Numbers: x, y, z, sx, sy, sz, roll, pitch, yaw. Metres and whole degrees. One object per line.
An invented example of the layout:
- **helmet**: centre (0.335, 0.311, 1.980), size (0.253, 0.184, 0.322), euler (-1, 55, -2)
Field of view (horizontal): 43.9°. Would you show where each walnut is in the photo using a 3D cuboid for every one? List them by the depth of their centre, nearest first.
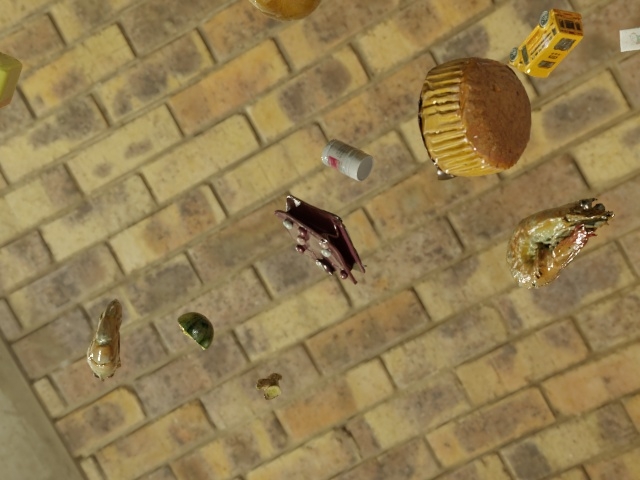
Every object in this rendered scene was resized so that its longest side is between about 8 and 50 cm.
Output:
- **walnut**: centre (-0.060, -0.470, 1.377), size (0.167, 0.167, 0.207), euler (-29, -149, 21)

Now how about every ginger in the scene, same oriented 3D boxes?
- **ginger**: centre (-0.097, 0.296, 1.616), size (0.030, 0.048, 0.097), euler (-29, 172, 22)

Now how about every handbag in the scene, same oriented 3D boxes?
- **handbag**: centre (-0.002, 0.002, 1.920), size (0.203, 0.216, 0.074), euler (30, -111, 38)

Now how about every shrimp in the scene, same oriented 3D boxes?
- **shrimp**: centre (0.438, 0.001, 1.470), size (0.062, 0.154, 0.294), euler (10, 158, -17)
- **shrimp**: centre (-0.421, 0.208, 1.567), size (0.061, 0.145, 0.267), euler (7, 147, -7)

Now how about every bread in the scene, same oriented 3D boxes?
- **bread**: centre (0.246, -0.193, 1.227), size (0.104, 0.199, 0.199), euler (-7, -162, 45)

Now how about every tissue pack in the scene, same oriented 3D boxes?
- **tissue pack**: centre (0.806, -0.508, 1.990), size (0.023, 0.056, 0.108), euler (-14, -169, -40)

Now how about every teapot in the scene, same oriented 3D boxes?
- **teapot**: centre (0.329, -0.189, 2.015), size (0.068, 0.076, 0.121), euler (-6, 162, 10)

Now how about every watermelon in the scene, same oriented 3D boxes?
- **watermelon**: centre (-0.293, 0.210, 1.914), size (0.062, 0.105, 0.105), euler (-43, -178, 0)

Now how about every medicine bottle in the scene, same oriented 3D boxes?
- **medicine bottle**: centre (0.055, -0.161, 1.591), size (0.058, 0.091, 0.058), euler (-36, 142, -35)

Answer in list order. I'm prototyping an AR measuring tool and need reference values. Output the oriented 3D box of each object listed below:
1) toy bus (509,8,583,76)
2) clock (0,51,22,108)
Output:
- **toy bus**: centre (0.430, -0.367, 1.517), size (0.069, 0.074, 0.162), euler (4, 154, -18)
- **clock**: centre (-0.635, -0.302, 1.372), size (0.143, 0.202, 0.096), euler (-116, -132, -74)
